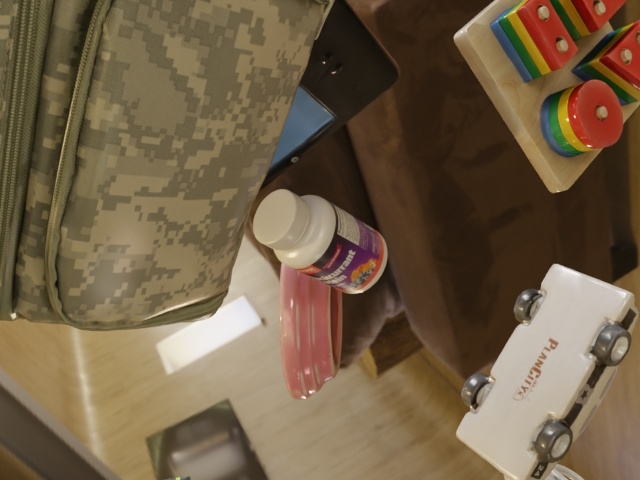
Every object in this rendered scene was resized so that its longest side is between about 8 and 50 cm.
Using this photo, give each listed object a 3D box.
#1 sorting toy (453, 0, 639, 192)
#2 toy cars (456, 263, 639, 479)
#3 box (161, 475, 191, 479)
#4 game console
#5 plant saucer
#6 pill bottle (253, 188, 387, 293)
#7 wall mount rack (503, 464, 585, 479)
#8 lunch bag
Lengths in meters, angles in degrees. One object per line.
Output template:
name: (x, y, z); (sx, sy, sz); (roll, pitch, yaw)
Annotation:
sorting toy: (0.345, -0.243, 0.848); (0.255, 0.257, 0.089); (53, 154, -13)
toy cars: (0.209, 0.213, 0.517); (0.087, 0.177, 0.393); (30, -130, -38)
box: (-0.249, 0.457, 1.082); (0.083, 0.062, 0.052); (-107, 16, -44)
game console: (-0.116, -0.164, 0.781); (0.342, 0.387, 0.060); (31, -152, -54)
plant saucer: (-0.009, 0.131, 1.197); (0.332, 0.084, 0.331); (-2, -90, -83)
pill bottle: (0.000, 0.000, 0.904); (0.194, 0.108, 0.108); (28, -165, -43)
wall mount rack: (0.326, 0.314, 0.835); (0.304, 0.130, 0.350); (40, -162, 17)
lunch bag: (-0.149, -0.095, 0.432); (0.212, 0.256, 0.305); (-114, 40, -57)
